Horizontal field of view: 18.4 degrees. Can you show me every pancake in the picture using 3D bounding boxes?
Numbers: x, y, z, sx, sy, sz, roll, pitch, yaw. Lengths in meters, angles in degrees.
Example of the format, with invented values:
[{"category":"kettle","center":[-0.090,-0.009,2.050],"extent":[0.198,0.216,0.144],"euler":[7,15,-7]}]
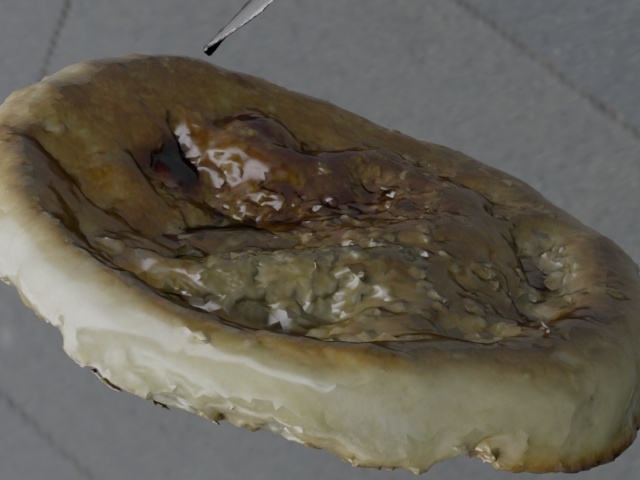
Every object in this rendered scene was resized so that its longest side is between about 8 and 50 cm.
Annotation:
[{"category":"pancake","center":[0.000,0.002,0.906],"extent":[0.356,0.356,0.065],"euler":[28,116,28]}]

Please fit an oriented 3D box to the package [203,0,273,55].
[{"category":"package","center":[0.079,-0.168,0.739],"extent":[0.062,0.251,0.204],"euler":[54,141,-3]}]
